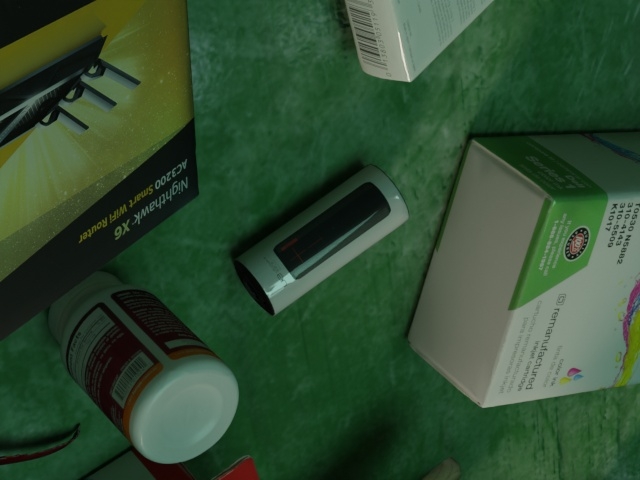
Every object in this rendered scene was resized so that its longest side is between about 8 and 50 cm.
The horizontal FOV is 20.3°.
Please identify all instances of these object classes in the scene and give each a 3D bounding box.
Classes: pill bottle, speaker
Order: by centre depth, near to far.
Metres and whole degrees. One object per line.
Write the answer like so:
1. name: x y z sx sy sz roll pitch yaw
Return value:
1. pill bottle: -0.131 0.085 1.273 0.086 0.152 0.086 -21 129 -27
2. speaker: 0.000 0.000 1.390 0.136 0.055 0.055 -35 134 -14

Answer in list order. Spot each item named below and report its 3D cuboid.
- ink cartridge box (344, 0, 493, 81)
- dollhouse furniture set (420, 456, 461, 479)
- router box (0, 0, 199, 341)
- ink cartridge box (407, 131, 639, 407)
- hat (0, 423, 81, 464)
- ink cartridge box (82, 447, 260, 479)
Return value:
1. ink cartridge box: 0.096 -0.252 1.314 0.224 0.056 0.181 -47 140 -30
2. dollhouse furniture set: 0.239 0.364 1.629 0.256 0.362 0.394 -42 164 -6
3. router box: -0.203 -0.068 1.090 0.309 0.081 0.243 -40 141 -41
4. ink cartridge box: 0.236 0.019 1.545 0.278 0.117 0.201 -4 121 -37
5. hat: -0.313 0.195 1.293 0.209 0.183 0.173 20 95 0
6. ink cartridge box: -0.154 0.252 1.422 0.231 0.078 0.134 -31 134 -18
